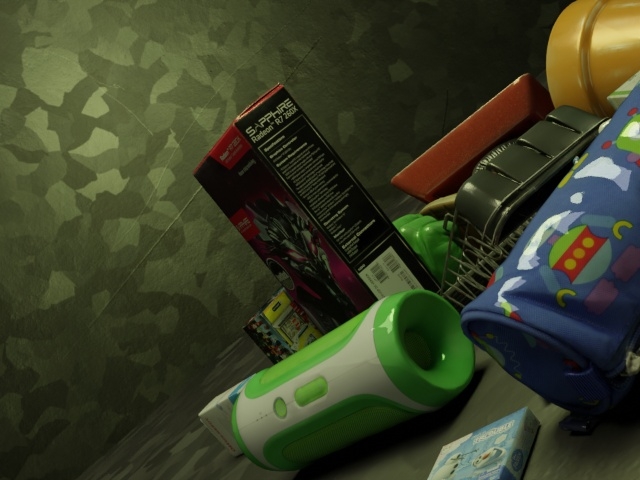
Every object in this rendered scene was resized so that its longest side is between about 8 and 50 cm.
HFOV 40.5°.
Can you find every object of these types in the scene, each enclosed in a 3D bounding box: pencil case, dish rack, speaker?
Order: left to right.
[{"bbox_3d":[0.025,0.159,0.935,0.296,0.131,0.131,-36,6,44],"label":"speaker"},{"bbox_3d":[0.213,-0.008,0.956,0.208,0.074,0.272,-36,-30,-27],"label":"dish rack"},{"bbox_3d":[0.234,-0.014,0.637,0.306,0.119,0.133,-51,40,-14],"label":"pencil case"}]

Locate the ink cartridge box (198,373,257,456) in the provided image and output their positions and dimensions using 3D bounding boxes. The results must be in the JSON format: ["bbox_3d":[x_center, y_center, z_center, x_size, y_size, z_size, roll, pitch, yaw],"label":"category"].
[{"bbox_3d":[-0.113,0.262,1.298,0.122,0.088,0.052,-36,6,44],"label":"ink cartridge box"}]

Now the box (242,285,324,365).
[{"bbox_3d":[0.002,0.121,1.276,0.044,0.159,0.233,-37,5,34],"label":"box"}]

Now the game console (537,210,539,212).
[{"bbox_3d":[0.329,-0.090,1.196,0.122,0.071,0.107,-37,6,34],"label":"game console"}]

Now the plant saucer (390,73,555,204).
[{"bbox_3d":[0.276,-0.116,1.348,0.259,0.048,0.258,-38,-32,22],"label":"plant saucer"}]

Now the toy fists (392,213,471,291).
[{"bbox_3d":[0.118,0.040,1.220,0.096,0.142,0.279,-42,5,-22],"label":"toy fists"}]

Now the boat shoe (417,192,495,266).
[{"bbox_3d":[0.200,-0.018,1.254,0.110,0.122,0.341,-43,4,-22],"label":"boat shoe"}]

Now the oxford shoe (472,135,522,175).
[{"bbox_3d":[0.325,-0.109,1.266,0.227,0.083,0.096,-20,-31,-9],"label":"oxford shoe"}]

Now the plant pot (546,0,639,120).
[{"bbox_3d":[0.424,-0.227,1.091,0.205,0.205,0.188,-42,20,-27],"label":"plant pot"}]

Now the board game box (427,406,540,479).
[{"bbox_3d":[0.118,0.175,0.663,0.090,0.020,0.090,-37,4,35],"label":"board game box"}]

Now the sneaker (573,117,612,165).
[{"bbox_3d":[0.258,-0.038,0.808,0.080,0.081,0.211,-33,10,49],"label":"sneaker"}]

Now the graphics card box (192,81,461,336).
[{"bbox_3d":[0.000,0.000,1.130,0.094,0.371,0.233,-42,6,-23],"label":"graphics card box"}]

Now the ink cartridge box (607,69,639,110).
[{"bbox_3d":[0.380,-0.128,0.898,0.062,0.109,0.209,-40,5,7],"label":"ink cartridge box"}]
